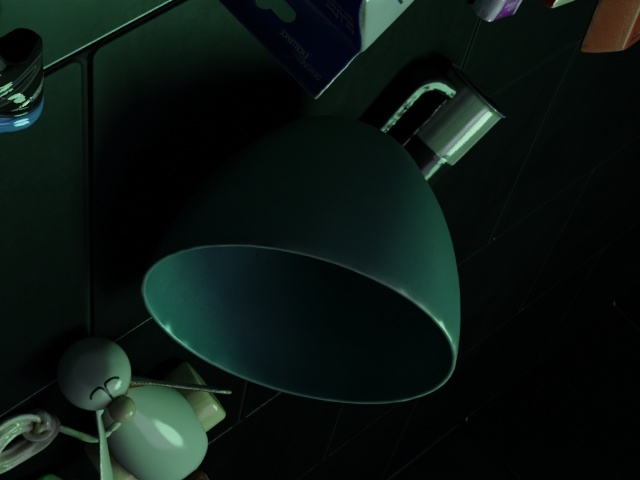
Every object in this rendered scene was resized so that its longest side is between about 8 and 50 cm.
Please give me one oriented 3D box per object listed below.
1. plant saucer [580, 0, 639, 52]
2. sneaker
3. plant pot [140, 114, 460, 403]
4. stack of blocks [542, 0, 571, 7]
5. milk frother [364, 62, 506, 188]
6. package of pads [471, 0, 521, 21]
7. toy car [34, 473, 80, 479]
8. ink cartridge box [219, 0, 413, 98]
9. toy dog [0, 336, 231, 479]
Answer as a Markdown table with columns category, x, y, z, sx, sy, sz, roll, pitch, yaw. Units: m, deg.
| category | x | y | z | sx | sy | sz | roll | pitch | yaw |
| --- | --- | --- | --- | --- | --- | --- | --- | --- | --- |
| plant saucer | 0.449 | -0.355 | 1.711 | 0.258 | 0.048 | 0.259 | -36 | 160 | -20 |
| sneaker | -0.246 | -0.104 | 0.858 | 0.188 | 0.067 | 0.078 | -14 | 124 | -52 |
| plant pot | 0.000 | 0.000 | 1.299 | 0.290 | 0.290 | 0.195 | 99 | 5 | -61 |
| stack of blocks | 0.234 | -0.310 | 1.185 | 0.297 | 0.171 | 0.087 | -25 | 154 | -44 |
| milk frother | 0.130 | -0.098 | 1.474 | 0.135 | 0.143 | 0.129 | -46 | 154 | 14 |
| package of pads | 0.191 | -0.263 | 1.414 | 0.050 | 0.032 | 0.083 | -23 | 153 | -40 |
| toy car | -0.341 | 0.306 | 1.520 | 0.239 | 0.053 | 0.225 | -44 | 169 | 32 |
| ink cartridge box | 0.052 | -0.269 | 0.921 | 0.332 | 0.165 | 0.065 | -47 | 161 | 7 |
| toy dog | -0.182 | 0.213 | 1.486 | 0.220 | 0.161 | 0.334 | -48 | 161 | 12 |
